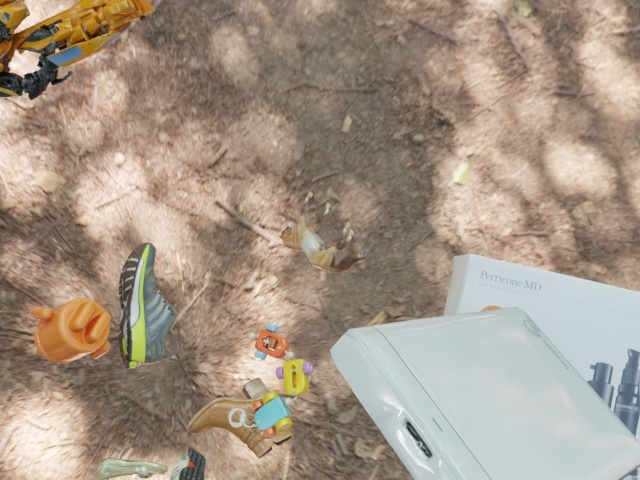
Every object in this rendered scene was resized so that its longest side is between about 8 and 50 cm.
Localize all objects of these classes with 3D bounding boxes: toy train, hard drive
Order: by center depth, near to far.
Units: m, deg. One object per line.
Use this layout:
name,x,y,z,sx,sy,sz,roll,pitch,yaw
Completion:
hard drive,0.190,0.175,0.812,0.047,0.353,0.233,-51,60,26
toy train,-0.070,0.217,1.204,0.125,0.046,0.166,15,81,31

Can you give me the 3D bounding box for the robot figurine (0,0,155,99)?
robot figurine,-0.383,-0.312,1.049,0.291,0.085,0.211,-22,103,14

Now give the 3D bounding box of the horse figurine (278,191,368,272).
horse figurine,0.000,0.000,2.046,0.263,0.066,0.174,43,112,29

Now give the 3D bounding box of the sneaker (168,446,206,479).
sneaker,-0.277,0.489,1.596,0.057,0.161,0.075,35,101,-10

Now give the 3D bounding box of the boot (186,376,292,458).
boot,-0.170,0.398,1.667,0.197,0.073,0.152,-30,69,-10

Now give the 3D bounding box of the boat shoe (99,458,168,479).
boat shoe,-0.423,0.524,1.784,0.153,0.056,0.048,6,70,-4

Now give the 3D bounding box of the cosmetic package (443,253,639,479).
cosmetic package,0.341,0.196,1.060,0.377,0.097,0.284,12,84,-4

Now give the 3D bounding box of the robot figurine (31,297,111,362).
robot figurine,-0.561,0.203,1.769,0.158,0.219,0.128,3,69,-45

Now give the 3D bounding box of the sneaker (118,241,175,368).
sneaker,-0.412,0.154,1.887,0.121,0.111,0.300,3,90,-35
